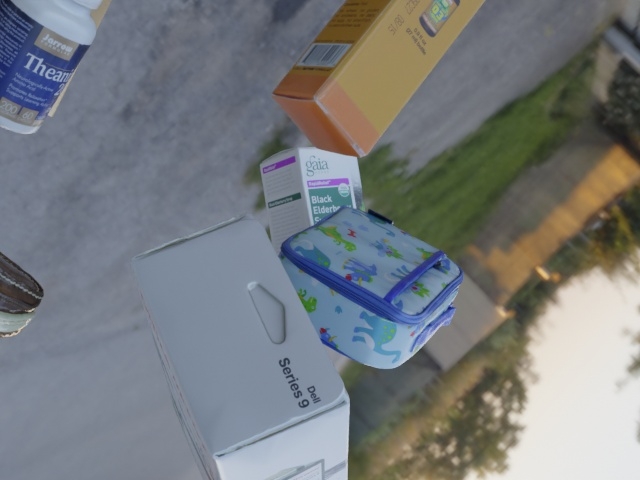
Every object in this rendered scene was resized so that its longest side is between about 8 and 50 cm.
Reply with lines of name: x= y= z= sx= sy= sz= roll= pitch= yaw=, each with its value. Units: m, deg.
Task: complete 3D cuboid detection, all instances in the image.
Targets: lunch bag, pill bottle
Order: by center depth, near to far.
pill bottle: x=-0.201 y=-0.141 z=0.669 sx=0.120 sy=0.067 sz=0.067 roll=-54 pitch=168 yaw=15
lunch bag: x=0.055 y=0.047 z=1.025 sx=0.219 sy=0.176 sz=0.090 roll=-26 pitch=144 yaw=-62

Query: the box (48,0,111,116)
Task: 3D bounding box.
box: x=-0.290 y=-0.241 z=1.055 sx=0.201 sy=0.021 sz=0.164 roll=-64 pitch=174 yaw=2

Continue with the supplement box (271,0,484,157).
supplement box: x=0.064 y=-0.187 z=0.842 sx=0.233 sy=0.078 sz=0.080 roll=-51 pitch=-147 yaw=-13

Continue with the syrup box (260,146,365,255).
syrup box: x=0.000 y=0.000 z=1.229 sx=0.093 sy=0.236 sz=0.096 roll=-6 pitch=176 yaw=-36

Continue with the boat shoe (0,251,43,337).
boat shoe: x=-0.241 y=-0.023 z=0.567 sx=0.095 sy=0.095 sz=0.257 roll=-50 pitch=148 yaw=-5

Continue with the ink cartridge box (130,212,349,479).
ink cartridge box: x=-0.069 y=0.148 z=0.882 sx=0.122 sy=0.211 sz=0.289 roll=-21 pitch=146 yaw=-14
